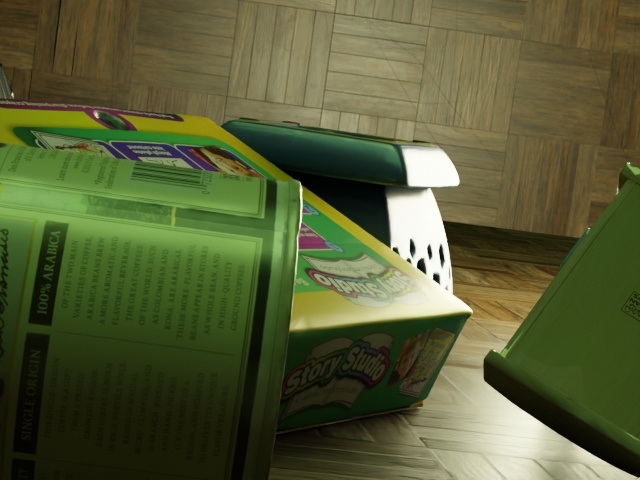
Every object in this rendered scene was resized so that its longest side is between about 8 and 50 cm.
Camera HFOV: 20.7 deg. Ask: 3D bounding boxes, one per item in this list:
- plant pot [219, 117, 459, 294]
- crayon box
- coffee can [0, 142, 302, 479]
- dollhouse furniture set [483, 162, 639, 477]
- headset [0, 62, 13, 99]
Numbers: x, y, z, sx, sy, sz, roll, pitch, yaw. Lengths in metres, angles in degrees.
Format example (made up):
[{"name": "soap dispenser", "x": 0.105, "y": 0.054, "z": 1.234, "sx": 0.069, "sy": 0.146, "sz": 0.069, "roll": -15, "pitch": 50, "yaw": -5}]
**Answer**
[{"name": "plant pot", "x": 0.000, "y": 0.000, "z": 1.651, "sx": 0.236, "sy": 0.212, "sz": 0.236, "roll": 10, "pitch": 5, "yaw": 18}, {"name": "crayon box", "x": -0.100, "y": 0.017, "z": 1.336, "sx": 0.313, "sy": 0.106, "sz": 0.363, "roll": 37, "pitch": 19, "yaw": 25}, {"name": "coffee can", "x": -0.159, "y": 0.049, "z": 0.920, "sx": 0.275, "sy": 0.201, "sz": 0.201, "roll": 8, "pitch": 5, "yaw": -3}, {"name": "dollhouse furniture set", "x": 0.282, "y": 0.136, "z": 1.398, "sx": 0.286, "sy": 0.198, "sz": 0.303, "roll": 32, "pitch": -19, "yaw": 19}, {"name": "headset", "x": -0.415, "y": -0.146, "z": 1.671, "sx": 0.243, "sy": 0.185, "sz": 0.394, "roll": -14, "pitch": 11, "yaw": -1}]
